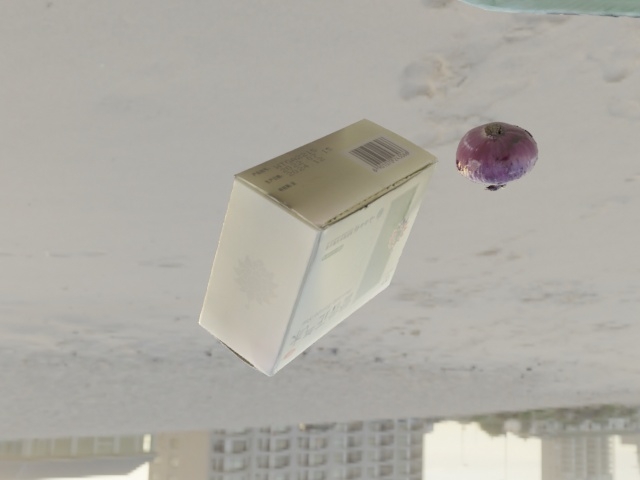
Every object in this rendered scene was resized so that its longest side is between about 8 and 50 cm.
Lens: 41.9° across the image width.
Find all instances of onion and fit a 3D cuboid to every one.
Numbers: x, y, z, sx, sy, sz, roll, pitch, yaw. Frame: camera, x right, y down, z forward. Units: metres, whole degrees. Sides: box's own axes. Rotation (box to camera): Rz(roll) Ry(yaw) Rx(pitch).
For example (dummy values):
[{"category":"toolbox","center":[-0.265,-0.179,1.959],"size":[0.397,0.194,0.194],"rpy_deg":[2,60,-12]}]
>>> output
[{"category":"onion","center":[0.248,-0.115,1.179],"size":[0.115,0.104,0.115],"rpy_deg":[-3,-148,2]}]

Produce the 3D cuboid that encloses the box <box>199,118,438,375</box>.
[{"category":"box","center":[0.000,0.000,0.773],"size":[0.095,0.168,0.212],"rpy_deg":[34,-144,19]}]

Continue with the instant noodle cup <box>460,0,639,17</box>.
[{"category":"instant noodle cup","center":[0.167,-0.265,0.471],"size":[0.293,0.294,0.308],"rpy_deg":[-1,-151,19]}]
